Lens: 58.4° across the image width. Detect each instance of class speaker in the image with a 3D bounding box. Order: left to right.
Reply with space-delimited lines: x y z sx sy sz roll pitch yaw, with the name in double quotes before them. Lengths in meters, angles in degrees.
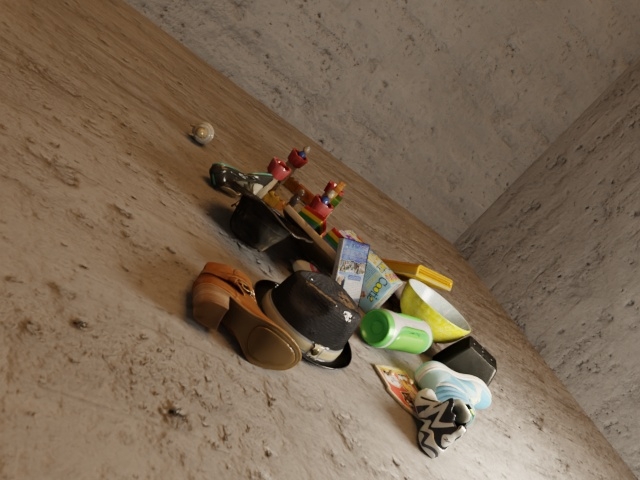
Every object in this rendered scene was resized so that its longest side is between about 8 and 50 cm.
"speaker" 0.253 0.298 1.861 0.296 0.131 0.131 21 26 -51

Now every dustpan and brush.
"dustpan and brush" 0.005 0.123 1.853 0.147 0.060 0.211 18 28 -54

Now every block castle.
"block castle" -0.060 -0.220 2.309 0.303 0.213 0.453 41 16 -3

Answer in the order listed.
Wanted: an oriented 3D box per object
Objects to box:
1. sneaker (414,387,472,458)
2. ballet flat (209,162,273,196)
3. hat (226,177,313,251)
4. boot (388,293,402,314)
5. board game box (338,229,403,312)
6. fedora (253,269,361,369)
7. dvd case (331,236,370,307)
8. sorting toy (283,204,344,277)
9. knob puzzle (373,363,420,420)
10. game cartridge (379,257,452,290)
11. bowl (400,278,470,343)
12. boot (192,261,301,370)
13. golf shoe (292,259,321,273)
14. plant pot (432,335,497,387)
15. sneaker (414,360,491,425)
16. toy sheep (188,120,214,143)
"sneaker" 0.342 0.464 1.556 0.094 0.153 0.235 50 21 -8
"ballet flat" -0.275 -0.199 1.988 0.280 0.095 0.096 5 83 -49
"hat" -0.187 -0.047 1.725 0.331 0.134 0.331 38 0 0
"boot" 0.282 0.246 2.231 0.106 0.037 0.114 38 21 -7
"board game box" 0.139 0.107 2.056 0.275 0.144 0.142 47 17 16
"fedora" -0.011 0.180 1.512 0.334 0.152 0.334 38 16 -13
"dvd case" 0.085 0.124 1.763 0.022 0.253 0.180 9 -3 31
"sorting toy" 0.000 0.000 1.899 0.255 0.089 0.257 46 -13 14
"knob puzzle" 0.256 0.442 1.677 0.213 0.030 0.213 38 17 -14
"game cartridge" 0.326 0.125 2.305 0.323 0.053 0.285 12 -8 41
"bowl" 0.396 0.294 2.130 0.289 0.156 0.289 35 13 -10
"boot" -0.169 0.166 1.315 0.283 0.109 0.220 29 15 -16
"golf shoe" -0.023 0.130 1.762 0.186 0.067 0.086 46 18 14
"plant pot" 0.513 0.446 2.012 0.188 0.167 0.187 43 16 7
"sneaker" 0.441 0.511 1.769 0.319 0.127 0.208 25 23 -28
"toy sheep" -0.440 -0.404 2.139 0.091 0.091 0.132 40 11 -8
